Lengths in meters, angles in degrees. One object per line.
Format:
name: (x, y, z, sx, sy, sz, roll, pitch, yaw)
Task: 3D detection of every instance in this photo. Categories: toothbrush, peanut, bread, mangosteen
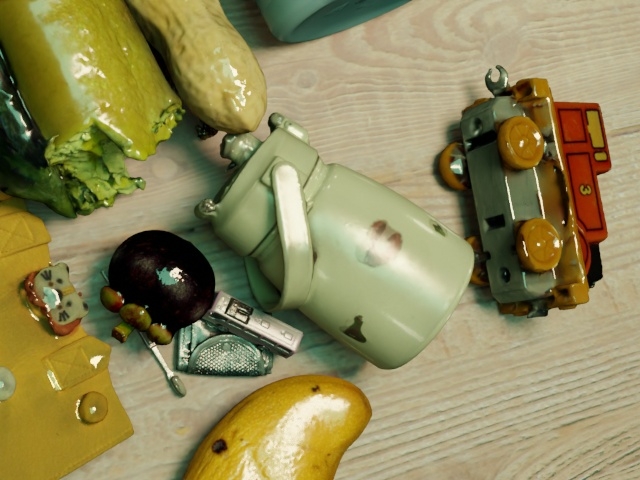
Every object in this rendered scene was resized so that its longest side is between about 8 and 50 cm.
toothbrush: (-0.226, 0.119, 1.193, 0.014, 0.017, 0.194, -33, 91, -27)
peanut: (-0.155, -0.243, 1.151, 0.111, 0.125, 0.274, -31, 76, 0)
bread: (-0.319, -0.226, 1.084, 0.208, 0.251, 0.376, -28, 91, 17)
mangosteen: (-0.205, 0.063, 1.147, 0.137, 0.137, 0.151, 37, 71, -11)

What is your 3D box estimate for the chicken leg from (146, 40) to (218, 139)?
chicken leg: (-0.187, -0.260, 1.248, 0.106, 0.051, 0.253, -6, 86, -25)

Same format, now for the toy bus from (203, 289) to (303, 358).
toy bus: (-0.088, 0.109, 1.199, 0.130, 0.052, 0.037, 28, 65, -11)

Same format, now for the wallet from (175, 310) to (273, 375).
wallet: (-0.124, 0.134, 1.222, 0.129, 0.026, 0.088, 5, 80, -19)

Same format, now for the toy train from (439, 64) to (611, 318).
toy train: (0.313, -0.075, 1.346, 0.231, 0.163, 0.369, -6, 84, -29)

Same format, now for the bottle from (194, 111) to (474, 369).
bottle: (0.000, 0.000, 1.190, 0.351, 0.229, 0.229, 35, 72, -11)

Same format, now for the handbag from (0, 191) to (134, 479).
handbag: (-0.391, 0.094, 1.038, 0.283, 0.133, 0.401, -21, 88, -52)

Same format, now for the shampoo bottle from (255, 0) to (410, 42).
shampoo bottle: (0.017, -0.476, 1.202, 0.331, 0.331, 0.343, -25, 91, -21)

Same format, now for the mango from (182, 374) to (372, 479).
mango: (-0.064, 0.288, 1.174, 0.177, 0.120, 0.295, 42, 69, -2)
